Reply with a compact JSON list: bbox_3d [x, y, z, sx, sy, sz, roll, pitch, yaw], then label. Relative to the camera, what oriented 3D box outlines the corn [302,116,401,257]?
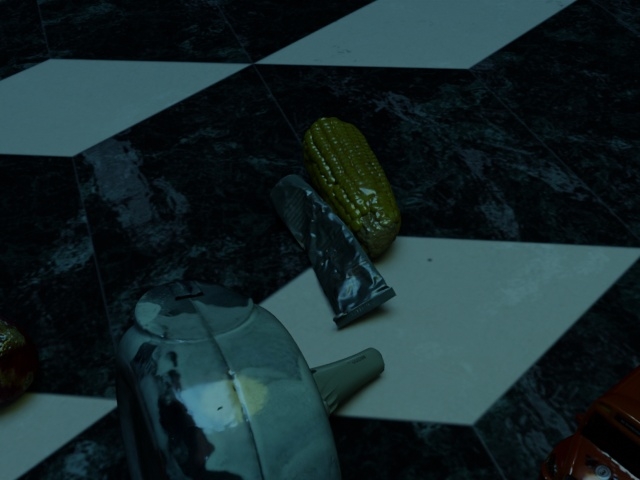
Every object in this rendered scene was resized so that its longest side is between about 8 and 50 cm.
[{"bbox_3d":[0.039,-0.080,1.137,0.097,0.097,0.261,-12,42,-10],"label":"corn"}]

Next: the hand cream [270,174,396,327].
[{"bbox_3d":[-0.001,0.000,1.059,0.075,0.052,0.248,-46,48,15],"label":"hand cream"}]

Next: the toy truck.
[{"bbox_3d":[0.326,0.172,0.807,0.253,0.114,0.107,-29,48,-28],"label":"toy truck"}]

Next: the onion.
[{"bbox_3d":[-0.363,0.131,0.922,0.107,0.097,0.107,21,42,-20],"label":"onion"}]

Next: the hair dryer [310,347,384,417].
[{"bbox_3d":[-0.029,0.138,0.936,0.167,0.067,0.199,-13,26,-25],"label":"hair dryer"}]

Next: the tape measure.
[{"bbox_3d":[-0.082,0.171,0.718,0.147,0.256,0.275,-13,59,-22],"label":"tape measure"}]
